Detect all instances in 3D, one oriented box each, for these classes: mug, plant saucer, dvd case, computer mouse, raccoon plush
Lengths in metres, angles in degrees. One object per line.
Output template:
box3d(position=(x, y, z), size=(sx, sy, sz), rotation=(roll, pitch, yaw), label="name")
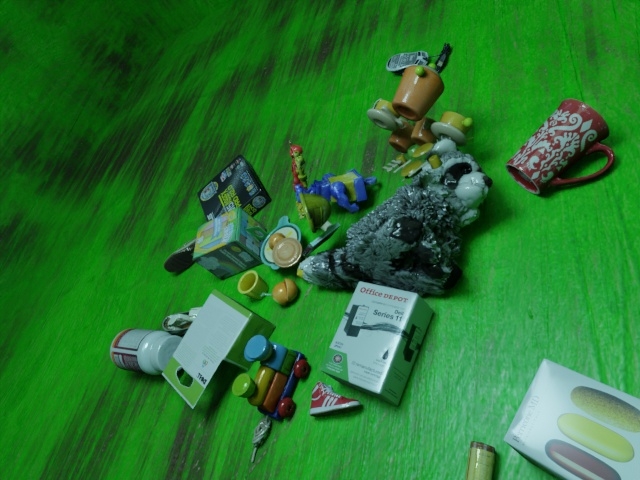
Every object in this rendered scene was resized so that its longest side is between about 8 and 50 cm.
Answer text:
box3d(position=(0.476, -0.175, 0.906), size=(0.169, 0.113, 0.150), rotation=(-44, 40, 7), label="mug")
box3d(position=(-0.086, 0.030, 1.162), size=(0.083, 0.013, 0.084), rotation=(-8, 63, 16), label="plant saucer")
box3d(position=(0.000, 0.000, 1.103), size=(0.087, 0.119, 0.013), rotation=(-38, 84, -18), label="dvd case")
box3d(position=(0.293, -0.540, 1.383), size=(0.192, 0.042, 0.106), rotation=(7, 68, 35), label="computer mouse")
box3d(position=(0.154, -0.063, 1.009), size=(0.446, 0.216, 0.299), rotation=(0, 52, 36), label="raccoon plush")

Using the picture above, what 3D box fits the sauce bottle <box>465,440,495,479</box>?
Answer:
box3d(position=(0.245, 0.384, 0.710), size=(0.042, 0.042, 0.128), rotation=(-1, 60, 38), label="sauce bottle")

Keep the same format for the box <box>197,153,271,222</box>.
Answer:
box3d(position=(-0.299, -0.149, 1.538), size=(0.216, 0.060, 0.270), rotation=(-40, 42, 7), label="box")

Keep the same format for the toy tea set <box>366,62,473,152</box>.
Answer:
box3d(position=(0.232, -0.313, 1.088), size=(0.124, 0.200, 0.336), rotation=(-60, 17, -3), label="toy tea set")

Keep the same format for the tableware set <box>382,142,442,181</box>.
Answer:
box3d(position=(0.193, -0.159, 0.917), size=(0.104, 0.024, 0.154), rotation=(-37, 20, -2), label="tableware set")

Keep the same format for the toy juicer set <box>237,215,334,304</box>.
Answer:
box3d(position=(-0.077, 0.019, 1.211), size=(0.209, 0.089, 0.329), rotation=(12, 66, 43), label="toy juicer set")

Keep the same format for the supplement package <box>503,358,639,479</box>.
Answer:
box3d(position=(0.397, 0.285, 0.595), size=(0.244, 0.134, 0.139), rotation=(20, 72, 45), label="supplement package")

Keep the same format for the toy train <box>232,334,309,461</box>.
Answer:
box3d(position=(-0.134, 0.335, 0.972), size=(0.105, 0.143, 0.248), rotation=(4, 61, 41), label="toy train")

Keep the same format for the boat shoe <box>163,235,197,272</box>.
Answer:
box3d(position=(-0.436, 0.035, 1.513), size=(0.190, 0.068, 0.072), rotation=(-33, 31, 1), label="boat shoe")

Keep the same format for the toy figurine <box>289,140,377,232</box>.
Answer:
box3d(position=(0.043, -0.154, 1.152), size=(0.217, 0.191, 0.362), rotation=(-8, 18, -5), label="toy figurine")

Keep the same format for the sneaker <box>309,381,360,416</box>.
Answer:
box3d(position=(0.028, 0.319, 0.932), size=(0.118, 0.042, 0.067), rotation=(-20, 51, 28), label="sneaker")

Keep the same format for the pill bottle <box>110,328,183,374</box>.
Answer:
box3d(position=(-0.482, 0.313, 1.284), size=(0.221, 0.121, 0.121), rotation=(-4, 56, 36), label="pill bottle")

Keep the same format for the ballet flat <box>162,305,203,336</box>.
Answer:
box3d(position=(-0.366, 0.226, 1.298), size=(0.213, 0.068, 0.072), rotation=(-20, 48, 25), label="ballet flat")

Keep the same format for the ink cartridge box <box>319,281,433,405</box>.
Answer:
box3d(position=(0.115, 0.200, 0.920), size=(0.153, 0.087, 0.209), rotation=(8, 63, 41), label="ink cartridge box")

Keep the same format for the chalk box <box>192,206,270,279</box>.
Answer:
box3d(position=(-0.244, 0.001, 1.327), size=(0.213, 0.132, 0.132), rotation=(-22, 47, 22), label="chalk box")

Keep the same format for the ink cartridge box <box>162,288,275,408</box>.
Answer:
box3d(position=(-0.264, 0.277, 1.159), size=(0.188, 0.097, 0.255), rotation=(21, 76, 45), label="ink cartridge box")
